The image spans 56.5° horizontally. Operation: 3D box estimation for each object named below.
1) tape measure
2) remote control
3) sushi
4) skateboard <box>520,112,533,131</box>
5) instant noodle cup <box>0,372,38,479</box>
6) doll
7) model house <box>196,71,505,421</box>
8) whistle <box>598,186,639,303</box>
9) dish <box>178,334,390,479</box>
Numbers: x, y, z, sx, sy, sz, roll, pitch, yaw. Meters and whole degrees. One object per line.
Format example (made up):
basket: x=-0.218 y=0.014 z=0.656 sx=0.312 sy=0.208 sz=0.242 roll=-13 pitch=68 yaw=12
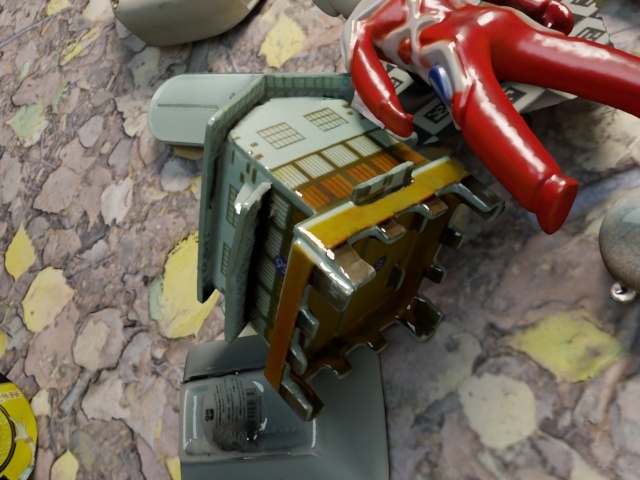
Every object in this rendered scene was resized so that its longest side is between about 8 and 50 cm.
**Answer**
tape measure: x=-0.181 y=-0.422 z=0.854 sx=0.258 sy=0.130 sz=0.265 roll=-14 pitch=67 yaw=21
remote control: x=-0.125 y=-0.166 z=0.779 sx=0.248 sy=0.052 sz=0.104 roll=10 pitch=79 yaw=30
sushi: x=0.158 y=-0.204 z=0.593 sx=0.220 sy=0.047 sz=0.231 roll=-15 pitch=44 yaw=23
skateboard: x=0.189 y=-0.112 z=0.574 sx=0.032 sy=0.083 sz=0.063 roll=8 pitch=76 yaw=31
instant noodle cup: x=-0.515 y=0.294 z=0.756 sx=0.236 sy=0.216 sz=0.215 roll=-42 pitch=58 yaw=20
doll: x=0.104 y=-0.172 z=0.506 sx=0.188 sy=0.099 sz=0.384 roll=-31 pitch=59 yaw=-13
model house: x=0.000 y=0.000 z=0.536 sx=0.198 sy=0.224 sz=0.215 roll=-25 pitch=56 yaw=-33
whistle: x=0.318 y=-0.030 z=0.496 sx=0.220 sy=0.057 sz=0.107 roll=-50 pitch=44 yaw=-1
dish: x=-0.060 y=0.176 z=0.611 sx=0.243 sy=0.080 sz=0.181 roll=-14 pitch=67 yaw=24
